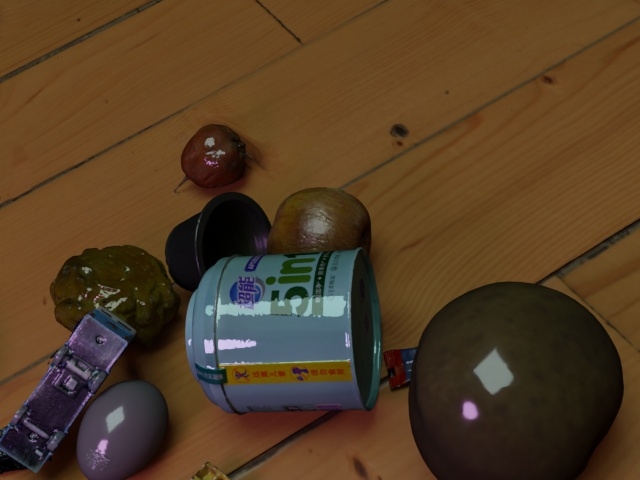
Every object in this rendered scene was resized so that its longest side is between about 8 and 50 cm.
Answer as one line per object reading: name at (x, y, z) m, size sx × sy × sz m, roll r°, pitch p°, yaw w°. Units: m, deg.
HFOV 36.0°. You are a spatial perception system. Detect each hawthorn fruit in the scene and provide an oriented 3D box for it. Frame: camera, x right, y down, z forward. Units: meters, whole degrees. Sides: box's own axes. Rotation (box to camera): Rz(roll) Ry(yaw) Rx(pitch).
hawthorn fruit at (-0.252, -0.179, 2.200) m, size 0.189 × 0.149 × 0.149 m, roll -28°, pitch 47°, yaw -10°

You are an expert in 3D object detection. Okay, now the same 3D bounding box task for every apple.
apple at (0.000, 0.000, 1.915) m, size 0.187 × 0.211 × 0.211 m, roll 11°, pitch 53°, yaw 16°

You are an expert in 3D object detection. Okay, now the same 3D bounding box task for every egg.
egg at (-0.355, 0.341, 1.761) m, size 0.146 × 0.146 × 0.199 m, roll 21°, pitch 67°, yaw 31°

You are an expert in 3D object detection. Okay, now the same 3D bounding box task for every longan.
longan at (0.301, 0.238, 1.548) m, size 0.360 × 0.361 × 0.361 m, roll -9°, pitch 47°, yaw 9°

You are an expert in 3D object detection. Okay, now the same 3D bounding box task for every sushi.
sushi at (-0.585, 0.390, 1.849) m, size 0.084 × 0.056 × 0.083 m, roll -17°, pitch 47°, yaw 0°

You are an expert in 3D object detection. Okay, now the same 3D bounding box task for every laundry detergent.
laundry detergent at (-0.065, 0.163, 1.737) m, size 0.305 × 0.287 × 0.287 m, roll -3°, pitch 48°, yaw 13°

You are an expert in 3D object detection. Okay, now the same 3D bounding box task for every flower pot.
flower pot at (-0.215, 0.024, 1.980) m, size 0.148 × 0.235 × 0.235 m, roll -5°, pitch 45°, yaw 38°

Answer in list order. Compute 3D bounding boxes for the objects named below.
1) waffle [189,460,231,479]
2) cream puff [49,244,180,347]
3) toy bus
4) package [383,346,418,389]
waffle at (-0.170, 0.488, 1.637) m, size 0.210 × 0.055 × 0.160 m, roll 31°, pitch 63°, yaw 35°
cream puff at (-0.402, 0.115, 1.944) m, size 0.244 × 0.196 × 0.244 m, roll -7°, pitch 49°, yaw 8°
toy bus at (-0.457, 0.265, 1.784) m, size 0.106 × 0.131 × 0.297 m, roll 35°, pitch 99°, yaw -4°
package at (0.216, 0.214, 1.786) m, size 0.200 × 0.022 × 0.083 m, roll -14°, pitch 46°, yaw 6°
